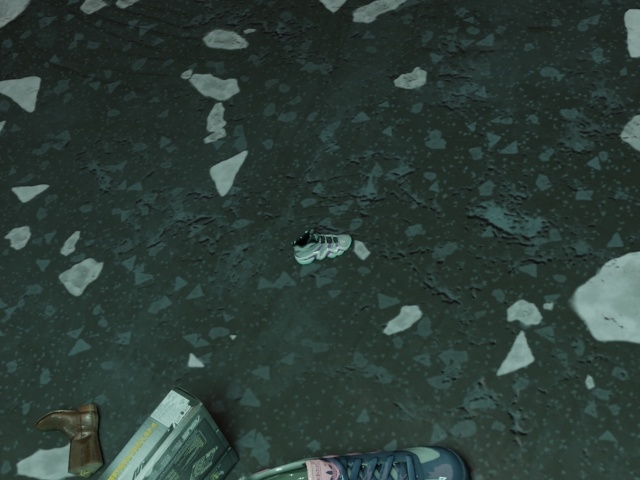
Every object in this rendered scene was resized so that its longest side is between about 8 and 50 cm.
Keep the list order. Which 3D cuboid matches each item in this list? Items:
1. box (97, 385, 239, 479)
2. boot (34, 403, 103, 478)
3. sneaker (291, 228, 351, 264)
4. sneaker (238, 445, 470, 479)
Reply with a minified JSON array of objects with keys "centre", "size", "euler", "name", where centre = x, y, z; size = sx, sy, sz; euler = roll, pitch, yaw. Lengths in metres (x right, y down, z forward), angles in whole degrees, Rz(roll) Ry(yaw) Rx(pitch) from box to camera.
[{"centre":[-0.222,0.338,1.332],"size":[0.056,0.183,0.231],"euler":[25,64,29],"name":"box"},{"centre":[-0.384,0.313,1.495],"size":[0.106,0.037,0.114],"euler":[-17,55,5],"name":"boot"},{"centre":[0.000,0.000,1.604],"size":[0.098,0.069,0.038],"euler":[-21,51,-1],"name":"sneaker"},{"centre":[0.039,0.330,1.296],"size":[0.319,0.131,0.112],"euler":[-16,50,3],"name":"sneaker"}]
